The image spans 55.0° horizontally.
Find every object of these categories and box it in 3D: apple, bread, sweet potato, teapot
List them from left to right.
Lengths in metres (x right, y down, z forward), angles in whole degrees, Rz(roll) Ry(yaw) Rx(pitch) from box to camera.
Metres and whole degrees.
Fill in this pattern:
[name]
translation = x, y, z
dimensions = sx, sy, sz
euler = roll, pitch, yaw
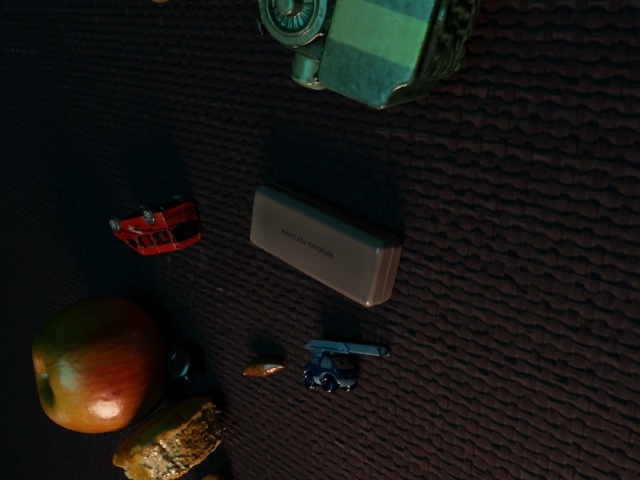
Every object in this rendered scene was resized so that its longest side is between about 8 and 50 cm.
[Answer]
[apple]
translation = -0.440, 0.246, 1.232
dimensions = 0.286, 0.233, 0.286
euler = 16, 112, 43
[bread]
translation = -0.290, 0.384, 1.174
dimensions = 0.245, 0.174, 0.121
euler = -31, 84, 51
[teapot]
translation = -0.263, 0.235, 1.197
dimensions = 0.068, 0.045, 0.100
euler = -39, 55, 18
[sweet potato]
translation = -0.095, 0.213, 1.042
dimensions = 0.095, 0.034, 0.034
euler = -15, 91, 33

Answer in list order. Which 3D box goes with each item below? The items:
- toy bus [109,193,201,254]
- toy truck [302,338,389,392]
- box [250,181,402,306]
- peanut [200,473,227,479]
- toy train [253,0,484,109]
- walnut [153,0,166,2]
[toy bus]
translation = -0.308, -0.024, 1.145
dimensions = 0.195, 0.081, 0.089
euler = -8, 106, 43
[toy truck]
translation = 0.036, 0.186, 0.896
dimensions = 0.136, 0.063, 0.074
euler = 0, 82, 40
[box]
translation = 0.000, 0.000, 0.877
dimensions = 0.243, 0.055, 0.103
euler = 27, 119, 36
[peanut]
translation = -0.221, 0.534, 1.213
dimensions = 0.089, 0.089, 0.193
euler = 38, 120, 29
[toy train]
translation = 0.066, -0.299, 0.672
dimensions = 0.238, 0.167, 0.299
euler = 29, 122, 22
[walnut]
translation = -0.247, -0.469, 0.956
dimensions = 0.211, 0.087, 0.167
euler = 56, 138, 10
